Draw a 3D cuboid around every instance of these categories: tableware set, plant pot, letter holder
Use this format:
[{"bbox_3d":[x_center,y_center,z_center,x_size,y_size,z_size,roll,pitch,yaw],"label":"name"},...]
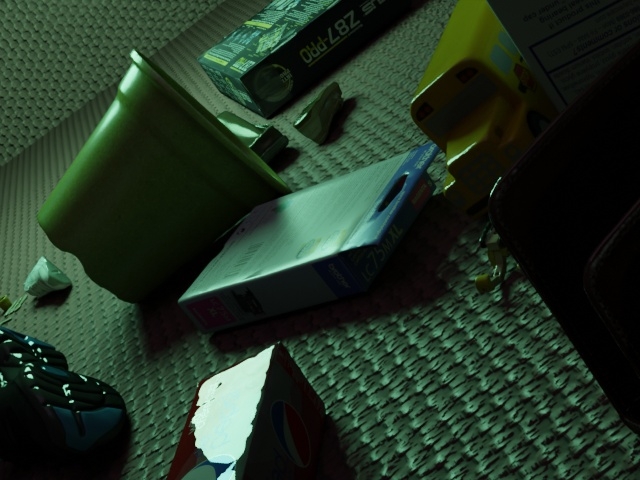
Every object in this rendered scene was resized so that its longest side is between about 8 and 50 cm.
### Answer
[{"bbox_3d":[-0.539,0.137,2.052,0.104,0.024,0.154,-26,22,28],"label":"tableware set"},{"bbox_3d":[-0.223,-0.064,1.676,0.254,0.276,0.276,-48,19,3],"label":"plant pot"},{"bbox_3d":[0.282,-0.037,0.761,0.302,0.214,0.152,-40,19,-10],"label":"letter holder"}]

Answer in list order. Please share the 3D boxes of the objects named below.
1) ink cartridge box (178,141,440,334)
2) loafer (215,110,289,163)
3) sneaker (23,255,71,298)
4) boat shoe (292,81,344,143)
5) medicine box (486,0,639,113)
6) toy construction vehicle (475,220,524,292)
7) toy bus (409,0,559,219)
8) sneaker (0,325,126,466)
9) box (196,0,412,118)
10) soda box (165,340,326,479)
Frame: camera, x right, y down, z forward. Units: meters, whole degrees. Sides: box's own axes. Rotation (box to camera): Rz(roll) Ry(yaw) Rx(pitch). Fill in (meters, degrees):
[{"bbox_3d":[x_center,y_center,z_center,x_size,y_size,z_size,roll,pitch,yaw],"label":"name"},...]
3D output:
[{"bbox_3d":[0.000,0.000,1.391,0.311,0.065,0.186,-20,25,44],"label":"ink cartridge box"},{"bbox_3d":[-0.138,-0.143,1.915,0.094,0.087,0.251,-46,21,-24],"label":"loafer"},{"bbox_3d":[-0.431,0.067,2.001,0.061,0.054,0.152,-49,15,-9],"label":"sneaker"},{"bbox_3d":[0.005,-0.184,1.849,0.056,0.048,0.153,-41,9,26],"label":"boat shoe"},{"bbox_3d":[0.260,-0.281,1.248,0.149,0.289,0.263,-26,22,28],"label":"medicine box"},{"bbox_3d":[0.184,0.006,1.115,0.086,0.035,0.098,-9,34,33],"label":"toy construction vehicle"},{"bbox_3d":[0.184,-0.164,1.323,0.108,0.130,0.332,-38,15,34],"label":"toy bus"},{"bbox_3d":[-0.319,0.202,1.440,0.341,0.125,0.139,18,84,63],"label":"sneaker"},{"bbox_3d":[-0.041,-0.367,2.258,0.318,0.097,0.395,-37,19,-6],"label":"box"},{"bbox_3d":[-0.064,0.196,1.015,0.092,0.083,0.263,-28,20,20],"label":"soda box"}]
